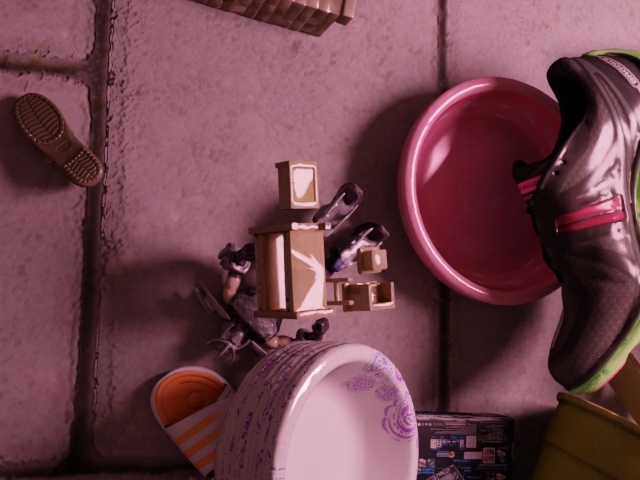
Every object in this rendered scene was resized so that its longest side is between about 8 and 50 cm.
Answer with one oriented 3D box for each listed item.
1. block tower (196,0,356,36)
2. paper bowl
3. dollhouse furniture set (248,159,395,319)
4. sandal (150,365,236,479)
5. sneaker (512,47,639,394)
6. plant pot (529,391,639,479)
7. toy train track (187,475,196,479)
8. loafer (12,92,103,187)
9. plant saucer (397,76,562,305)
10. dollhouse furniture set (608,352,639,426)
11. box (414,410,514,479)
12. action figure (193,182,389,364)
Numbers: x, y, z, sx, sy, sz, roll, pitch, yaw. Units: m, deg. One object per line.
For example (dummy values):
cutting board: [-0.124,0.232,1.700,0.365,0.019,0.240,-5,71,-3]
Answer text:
block tower: [-0.119,-0.366,1.045,0.335,0.097,0.091,12,81,-17]
paper bowl: [-0.014,0.262,0.945,0.284,0.148,0.284,3,86,-50]
dollhouse furniture set: [0.000,0.000,0.972,0.161,0.101,0.182,-1,88,-38]
sandal: [-0.107,0.271,0.998,0.102,0.076,0.265,-39,99,-19]
sneaker: [0.354,-0.032,1.079,0.202,0.185,0.483,10,78,-1]
plant pot: [0.402,0.451,1.047,0.366,0.366,0.353,32,85,-15]
toy train track: [-0.177,0.343,1.001,0.048,0.014,0.083,21,73,-10]
loafer: [-0.327,-0.118,0.970,0.056,0.050,0.148,-36,82,-23]
plant saucer: [0.256,-0.070,1.160,0.332,0.084,0.332,2,85,-20]
dollhouse furniture set: [0.646,0.061,1.191,0.362,0.394,0.256,-6,45,-20]
box: [0.167,0.332,1.107,0.220,0.051,0.175,6,84,-20]
action figure: [-0.041,0.053,1.034,0.285,0.099,0.185,-44,105,-15]
